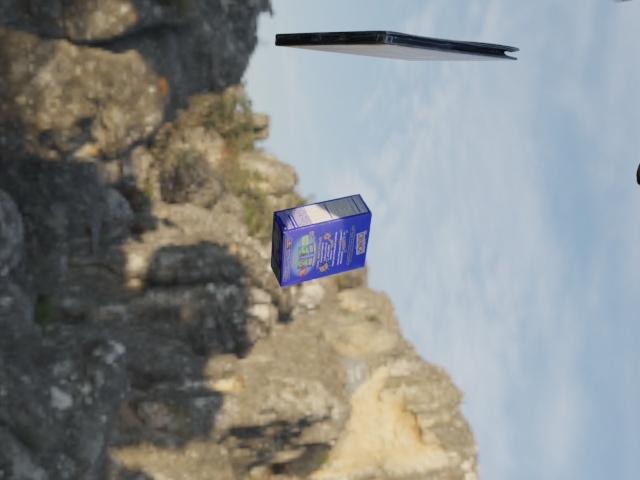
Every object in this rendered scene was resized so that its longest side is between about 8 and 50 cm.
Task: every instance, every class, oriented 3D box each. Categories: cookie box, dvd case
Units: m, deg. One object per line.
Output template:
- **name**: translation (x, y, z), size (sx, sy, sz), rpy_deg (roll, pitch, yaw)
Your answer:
- **cookie box**: translation (0.000, 0.000, 1.157), size (0.092, 0.107, 0.040), rpy_deg (96, -25, -45)
- **dvd case**: translation (0.086, -0.213, 1.104), size (0.164, 0.221, 0.018), rpy_deg (10, -80, 46)

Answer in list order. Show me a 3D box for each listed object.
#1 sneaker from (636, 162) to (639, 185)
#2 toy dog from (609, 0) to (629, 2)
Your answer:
- **sneaker**: translation (0.608, 0.002, 1.524), size (0.182, 0.410, 0.158), rpy_deg (-34, -145, 52)
- **toy dog**: translation (0.239, -0.433, 0.789), size (0.396, 0.284, 0.408), rpy_deg (-67, 159, -7)
